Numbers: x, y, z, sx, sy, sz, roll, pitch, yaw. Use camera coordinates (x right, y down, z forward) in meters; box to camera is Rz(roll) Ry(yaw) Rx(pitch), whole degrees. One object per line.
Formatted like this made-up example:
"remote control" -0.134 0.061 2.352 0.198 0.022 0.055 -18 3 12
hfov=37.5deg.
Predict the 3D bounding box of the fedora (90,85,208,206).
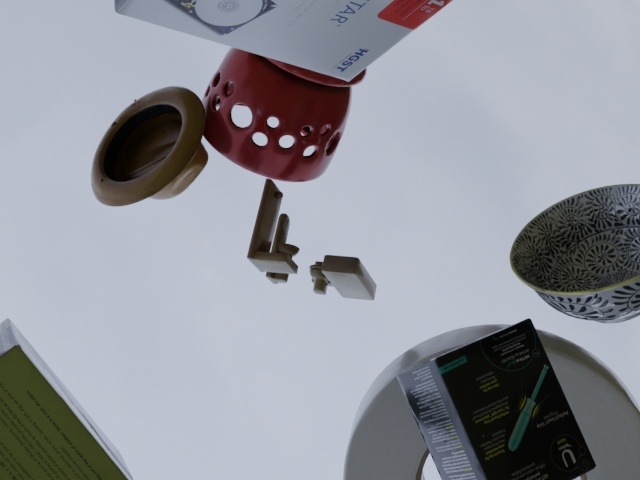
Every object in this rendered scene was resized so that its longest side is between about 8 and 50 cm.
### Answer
"fedora" -0.211 -0.110 1.229 0.079 0.194 0.194 39 -149 -45

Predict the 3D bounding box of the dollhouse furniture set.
"dollhouse furniture set" 0.000 0.000 1.363 0.144 0.151 0.123 53 -135 -62

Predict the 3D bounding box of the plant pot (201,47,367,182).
"plant pot" -0.047 -0.197 1.219 0.191 0.174 0.191 17 -147 -12

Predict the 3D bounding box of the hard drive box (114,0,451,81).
"hard drive box" -0.017 -0.228 0.726 0.232 0.181 0.089 8 -117 -37

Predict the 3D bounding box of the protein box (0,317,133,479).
"protein box" -0.322 0.223 0.914 0.201 0.136 0.200 -38 -72 -13

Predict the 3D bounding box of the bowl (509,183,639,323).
"bowl" 0.273 0.026 0.896 0.080 0.170 0.170 64 -153 -27

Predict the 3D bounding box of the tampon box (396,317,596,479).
"tampon box" 0.175 0.181 0.954 0.120 0.101 0.161 -19 -100 -22

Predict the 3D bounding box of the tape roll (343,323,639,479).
"tape roll" 0.221 0.296 1.175 0.392 0.392 0.072 45 -164 -5
